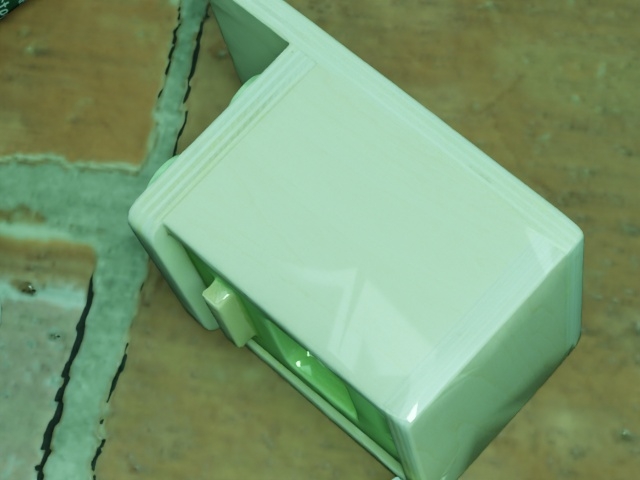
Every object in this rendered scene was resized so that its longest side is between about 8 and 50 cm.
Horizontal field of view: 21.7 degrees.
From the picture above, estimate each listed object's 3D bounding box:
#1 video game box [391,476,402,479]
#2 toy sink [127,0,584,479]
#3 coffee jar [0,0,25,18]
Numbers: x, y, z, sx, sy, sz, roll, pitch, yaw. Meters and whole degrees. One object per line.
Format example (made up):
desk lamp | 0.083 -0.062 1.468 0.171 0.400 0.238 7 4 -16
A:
video game box | 0.024 0.228 0.742 0.187 0.048 0.205 -25 62 -30
toy sink | 0.000 0.000 0.826 0.234 0.153 0.131 40 78 20
coffee jar | -0.218 -0.151 0.949 0.184 0.096 0.079 -40 72 -8
